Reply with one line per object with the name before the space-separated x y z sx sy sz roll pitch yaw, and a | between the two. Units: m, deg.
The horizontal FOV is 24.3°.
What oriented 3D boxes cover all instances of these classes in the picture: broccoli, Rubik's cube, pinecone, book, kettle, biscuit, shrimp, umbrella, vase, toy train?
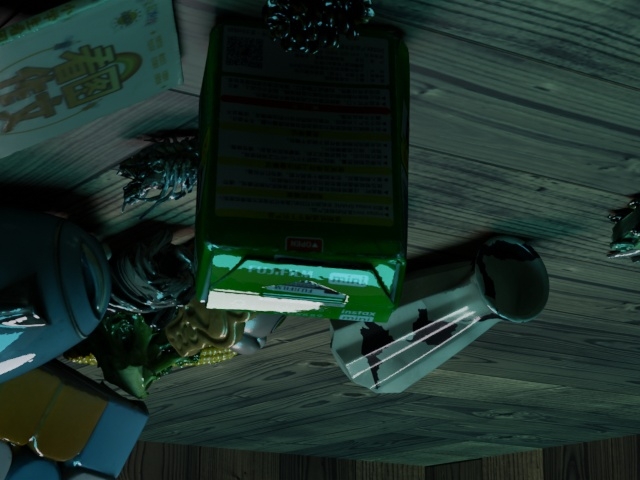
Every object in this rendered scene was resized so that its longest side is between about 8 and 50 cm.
broccoli | -0.259 0.139 2.153 0.195 0.156 0.195 15 140 13
Rubik's cube | -0.517 0.285 2.084 0.347 0.344 0.346 23 172 34
pinecone | -0.003 -0.175 1.129 0.077 0.083 0.077 33 150 21
book | -0.255 -0.120 1.215 0.295 0.020 0.208 -23 165 -8
kettle | -0.412 0.053 1.770 0.342 0.247 0.319 -9 -165 4
biscuit | -0.146 0.072 1.914 0.040 0.144 0.236 -19 179 -35
shrimp | -0.134 -0.072 1.509 0.174 0.082 0.076 -19 152 33
umbrella | -0.270 0.069 1.960 0.113 0.106 0.358 38 154 -21
vase | 0.155 0.099 2.011 0.165 0.165 0.360 9 158 -29
toy train | 0.387 -0.018 1.750 0.081 0.050 0.122 -1 165 -12

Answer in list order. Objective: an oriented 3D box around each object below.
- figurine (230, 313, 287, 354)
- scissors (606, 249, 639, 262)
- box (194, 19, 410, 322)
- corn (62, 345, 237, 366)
figurine | -0.096 0.082 1.981 0.138 0.125 0.125 -43 -166 -35
scissors | 0.449 0.006 1.889 0.110 0.021 0.212 16 158 -38
box | -0.013 -0.062 1.227 0.180 0.250 0.103 4 149 -6
corn | -0.264 0.149 2.297 0.292 0.101 0.101 4 165 -20
